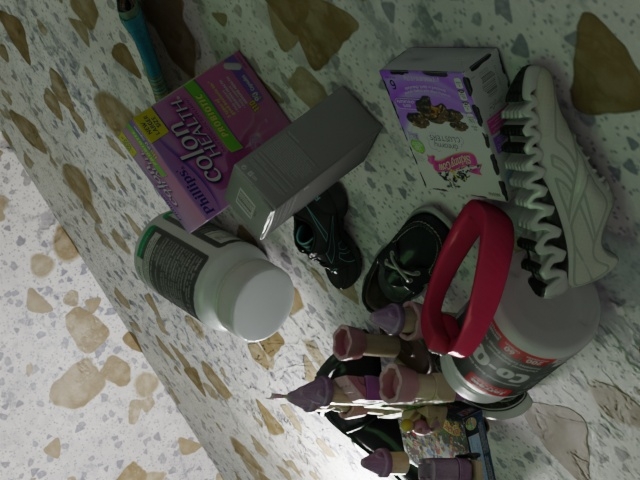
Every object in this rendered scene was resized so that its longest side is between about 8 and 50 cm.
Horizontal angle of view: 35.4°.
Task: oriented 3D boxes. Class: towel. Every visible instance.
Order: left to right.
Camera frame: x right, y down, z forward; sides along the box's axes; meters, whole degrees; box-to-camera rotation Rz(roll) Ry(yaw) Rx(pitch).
[{"bbox_3d":[-0.323,-0.330,1.894,0.271,0.040,0.370,-115,8,-48],"label":"towel"}]

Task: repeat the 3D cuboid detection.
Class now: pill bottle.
[{"bbox_3d":[-0.237,0.077,2.222,0.361,0.204,0.204,27,145,43],"label":"pill bottle"},{"bbox_3d":[0.282,0.139,1.482,0.161,0.161,0.283,46,154,11],"label":"pill bottle"}]

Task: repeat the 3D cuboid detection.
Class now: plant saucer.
[{"bbox_3d":[0.169,0.197,1.907,0.168,0.029,0.168,38,153,24],"label":"plant saucer"}]

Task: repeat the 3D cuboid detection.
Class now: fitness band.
[{"bbox_3d":[0.205,0.051,1.400,0.054,0.209,0.291,21,-169,-4],"label":"fitness band"}]

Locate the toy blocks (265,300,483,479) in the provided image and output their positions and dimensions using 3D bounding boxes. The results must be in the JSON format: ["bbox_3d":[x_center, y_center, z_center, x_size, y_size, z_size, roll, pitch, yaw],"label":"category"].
[{"bbox_3d":[0.085,0.272,1.691,0.288,0.260,0.309,-27,60,56],"label":"toy blocks"}]

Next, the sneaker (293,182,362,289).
[{"bbox_3d":[0.000,0.000,1.839,0.101,0.106,0.267,28,147,39],"label":"sneaker"}]

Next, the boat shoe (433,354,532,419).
[{"bbox_3d":[0.273,0.249,1.742,0.219,0.077,0.070,13,136,56],"label":"boat shoe"}]

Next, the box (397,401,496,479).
[{"bbox_3d":[0.219,0.355,1.807,0.233,0.044,0.159,12,119,62],"label":"box"}]

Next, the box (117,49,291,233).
[{"bbox_3d":[-0.188,-0.173,1.761,0.214,0.243,0.117,55,155,-5],"label":"box"}]

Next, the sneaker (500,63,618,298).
[{"bbox_3d":[0.297,-0.078,1.250,0.110,0.118,0.292,-113,11,-76],"label":"sneaker"}]

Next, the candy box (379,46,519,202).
[{"bbox_3d":[0.187,-0.158,1.352,0.164,0.070,0.196,14,136,52],"label":"candy box"}]

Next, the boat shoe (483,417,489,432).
[{"bbox_3d":[0.269,0.308,1.868,0.135,0.050,0.045,49,153,-18],"label":"boat shoe"}]

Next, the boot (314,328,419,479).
[{"bbox_3d":[0.184,0.413,2.028,0.445,0.146,0.367,46,161,17],"label":"boot"}]

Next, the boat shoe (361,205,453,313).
[{"bbox_3d":[0.145,0.047,1.671,0.114,0.091,0.302,44,154,14],"label":"boat shoe"}]

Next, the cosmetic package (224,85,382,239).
[{"bbox_3d":[-0.028,-0.122,1.569,0.107,0.238,0.127,50,158,10],"label":"cosmetic package"}]
